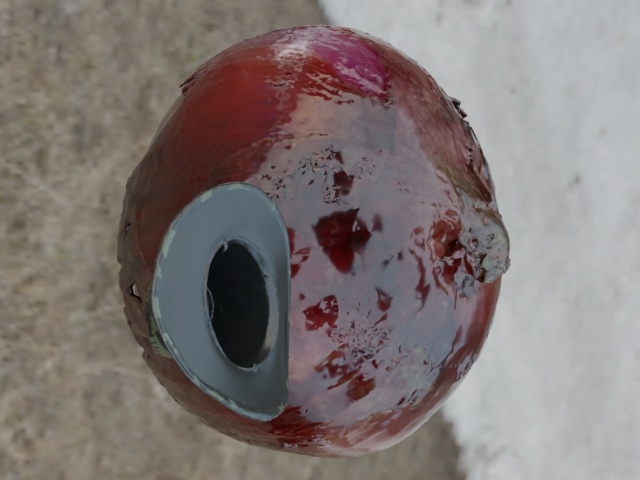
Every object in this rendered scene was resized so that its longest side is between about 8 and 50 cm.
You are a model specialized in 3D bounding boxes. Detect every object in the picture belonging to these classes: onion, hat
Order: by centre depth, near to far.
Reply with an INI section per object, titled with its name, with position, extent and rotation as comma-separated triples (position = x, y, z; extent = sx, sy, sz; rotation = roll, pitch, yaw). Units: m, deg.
[hat]
position = -0.052, 0.032, 0.912
extent = 0.121, 0.050, 0.121
rotation = 31, 52, -53
[onion]
position = 0.000, 0.000, 1.253
extent = 0.276, 0.276, 0.276
rotation = -13, 107, -48
